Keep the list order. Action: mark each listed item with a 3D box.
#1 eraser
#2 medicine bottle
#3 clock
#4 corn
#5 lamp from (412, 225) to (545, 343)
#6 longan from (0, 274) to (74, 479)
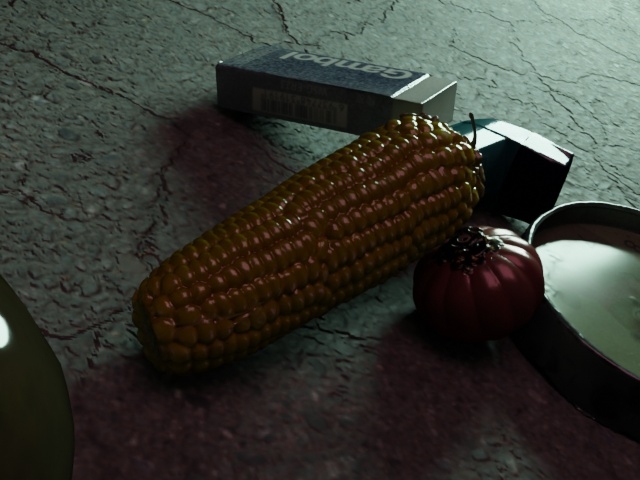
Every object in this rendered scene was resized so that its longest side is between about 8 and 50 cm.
[{"bbox_3d":[0.013,-0.138,1.020,0.212,0.046,0.092,15,28,25],"label":"eraser"},{"bbox_3d":[0.116,-0.049,0.988,0.124,0.079,0.258,38,38,29],"label":"medicine bottle"},{"bbox_3d":[0.293,0.068,0.950,0.281,0.055,0.280,14,36,-10],"label":"clock"},{"bbox_3d":[0.000,0.000,0.793,0.305,0.106,0.106,-31,60,-30],"label":"corn"},{"bbox_3d":[0.126,0.035,0.871,0.107,0.092,0.107,-14,31,9],"label":"lamp"},{"bbox_3d":[-0.258,0.088,0.455,0.300,0.243,0.300,19,8,-3],"label":"longan"}]
